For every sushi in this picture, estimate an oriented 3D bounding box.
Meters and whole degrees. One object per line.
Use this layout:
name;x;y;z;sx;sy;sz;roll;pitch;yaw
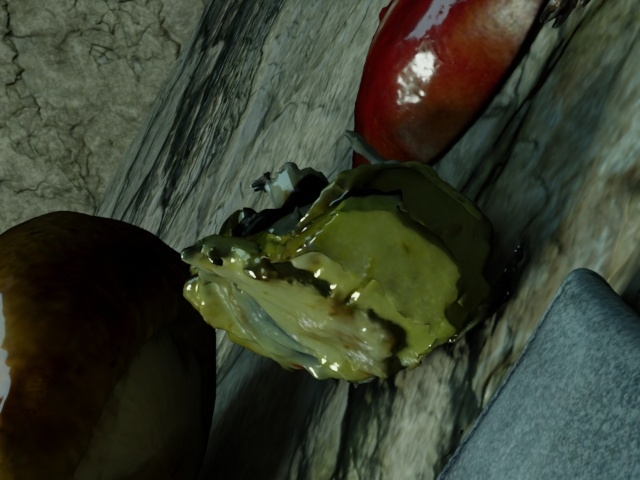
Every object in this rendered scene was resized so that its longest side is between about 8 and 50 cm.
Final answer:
sushi;-0.004;0.006;0.779;0.131;0.139;0.291;-57;12;-9

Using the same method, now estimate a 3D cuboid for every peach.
peach;0.069;-0.136;0.912;0.279;0.068;0.189;-53;15;34

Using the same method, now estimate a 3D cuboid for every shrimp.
shrimp;0.147;-0.158;0.764;0.038;0.029;0.092;-12;57;61

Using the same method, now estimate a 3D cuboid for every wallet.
wallet;0.068;0.128;0.514;0.222;0.036;0.167;-59;14;9

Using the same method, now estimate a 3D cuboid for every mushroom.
mushroom;-0.156;0.166;0.906;0.345;0.259;0.345;-56;-19;-30
